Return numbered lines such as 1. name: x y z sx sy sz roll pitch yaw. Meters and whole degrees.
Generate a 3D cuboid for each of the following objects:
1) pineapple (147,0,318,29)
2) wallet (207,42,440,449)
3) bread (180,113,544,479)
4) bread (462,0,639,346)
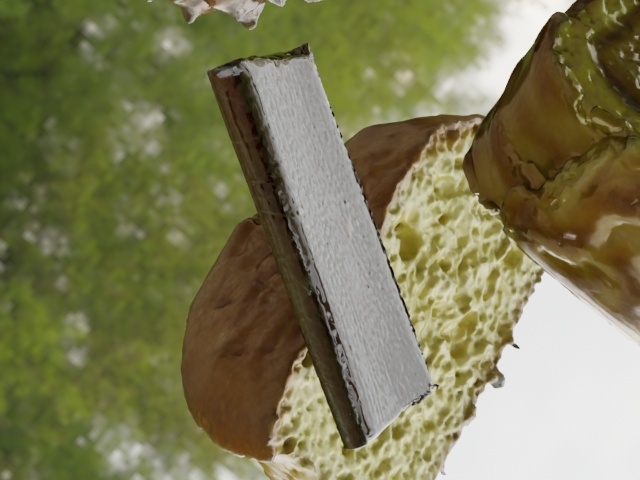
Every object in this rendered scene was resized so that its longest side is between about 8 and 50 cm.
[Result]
1. pineapple: -0.049 -0.189 1.008 0.166 0.193 0.166 -27 -142 23
2. wallet: 0.000 0.000 1.223 0.039 0.243 0.133 -20 -176 23
3. bread: 0.019 0.058 1.473 0.179 0.194 0.340 -6 -136 46
4. bread: 0.177 -0.015 0.739 0.181 0.222 0.096 -45 171 -39
